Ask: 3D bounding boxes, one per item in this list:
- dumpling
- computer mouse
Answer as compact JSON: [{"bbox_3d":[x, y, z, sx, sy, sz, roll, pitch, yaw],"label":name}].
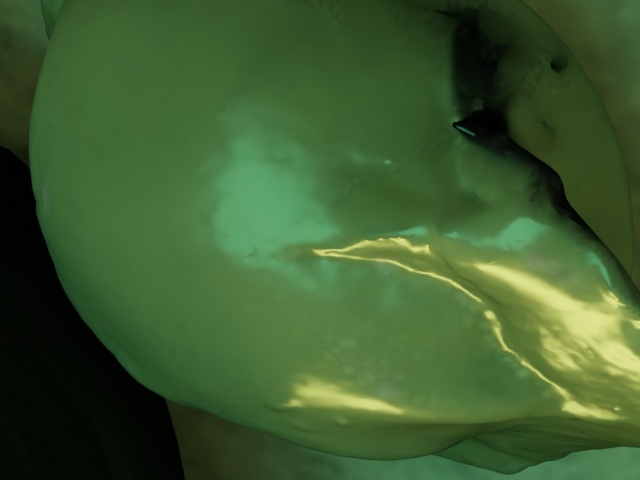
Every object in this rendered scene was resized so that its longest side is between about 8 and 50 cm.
[{"bbox_3d":[0.001,0.000,0.385,0.176,0.092,0.150,8,132,18],"label":"dumpling"},{"bbox_3d":[-0.082,0.051,0.431,0.147,0.088,0.264,11,121,70],"label":"computer mouse"}]
